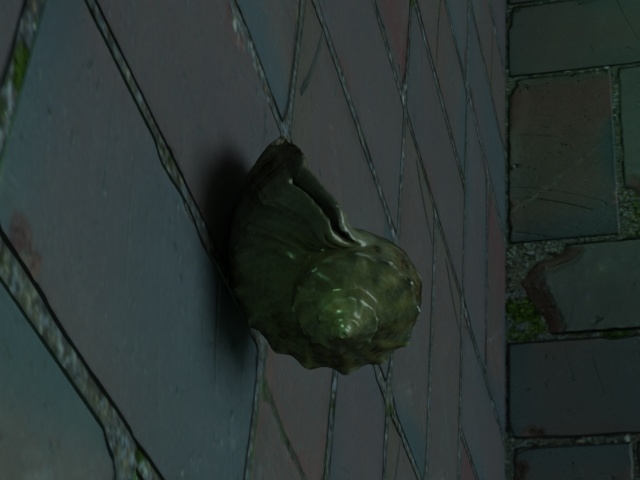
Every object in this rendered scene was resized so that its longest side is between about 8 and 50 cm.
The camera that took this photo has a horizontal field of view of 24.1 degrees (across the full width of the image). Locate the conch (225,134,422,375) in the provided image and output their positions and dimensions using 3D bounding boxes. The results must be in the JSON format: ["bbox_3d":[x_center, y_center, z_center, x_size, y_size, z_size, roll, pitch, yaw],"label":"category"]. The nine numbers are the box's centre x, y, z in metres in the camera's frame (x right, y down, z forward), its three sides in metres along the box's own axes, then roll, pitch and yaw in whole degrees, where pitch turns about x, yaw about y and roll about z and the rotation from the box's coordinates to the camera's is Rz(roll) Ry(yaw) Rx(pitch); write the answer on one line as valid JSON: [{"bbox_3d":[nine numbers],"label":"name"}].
[{"bbox_3d":[0.000,0.000,1.028,0.207,0.130,0.155,-100,-170,-59],"label":"conch"}]
